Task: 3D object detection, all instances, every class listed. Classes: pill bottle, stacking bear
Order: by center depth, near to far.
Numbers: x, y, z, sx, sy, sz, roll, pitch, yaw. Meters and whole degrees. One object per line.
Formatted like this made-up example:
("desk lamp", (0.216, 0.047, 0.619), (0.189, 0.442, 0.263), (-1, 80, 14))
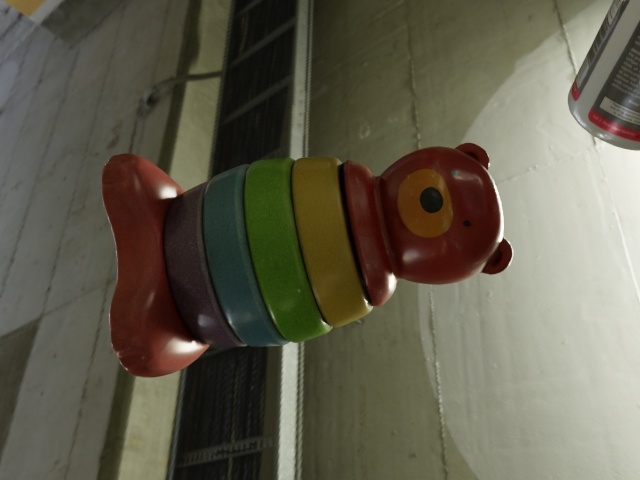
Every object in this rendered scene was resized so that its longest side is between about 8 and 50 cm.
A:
("stacking bear", (0.000, 0.000, 0.493), (0.289, 0.164, 0.175), (-12, -106, 9))
("pill bottle", (0.482, -0.291, 0.833), (0.177, 0.318, 0.176), (3, -128, -4))
